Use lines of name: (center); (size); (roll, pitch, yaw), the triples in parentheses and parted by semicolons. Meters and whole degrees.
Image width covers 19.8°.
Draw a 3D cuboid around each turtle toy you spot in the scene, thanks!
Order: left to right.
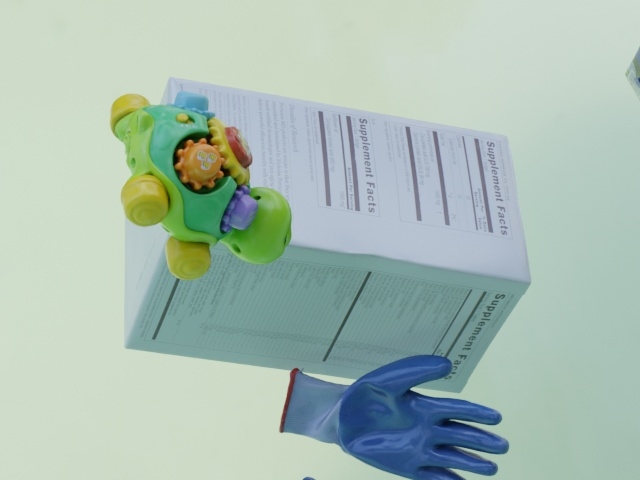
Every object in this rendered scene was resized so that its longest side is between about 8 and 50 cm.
turtle toy: (-0.064, -0.030, 1.013); (0.066, 0.130, 0.095); (-26, 44, 11)

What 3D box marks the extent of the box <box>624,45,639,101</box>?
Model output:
box: (0.249, -0.050, 1.095); (0.059, 0.169, 0.054); (-21, -17, -12)

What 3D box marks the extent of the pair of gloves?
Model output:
pair of gloves: (0.041, 0.166, 1.227); (0.159, 0.198, 0.023); (13, 13, 14)

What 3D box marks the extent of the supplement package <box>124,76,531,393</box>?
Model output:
supplement package: (0.000, 0.000, 1.239); (0.244, 0.139, 0.134); (9, 49, -16)
